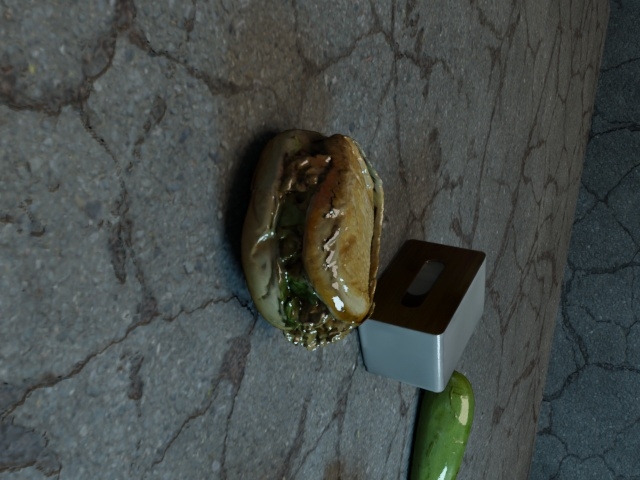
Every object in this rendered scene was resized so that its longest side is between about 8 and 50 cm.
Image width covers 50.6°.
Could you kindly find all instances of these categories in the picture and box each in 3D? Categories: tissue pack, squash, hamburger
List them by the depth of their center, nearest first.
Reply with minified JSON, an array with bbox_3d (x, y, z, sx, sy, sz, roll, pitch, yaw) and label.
[{"bbox_3d":[0.000,0.000,0.856,0.243,0.146,0.285,-35,122,-61],"label":"hamburger"},{"bbox_3d":[0.188,0.128,1.220,0.246,0.160,0.135,-49,140,-45],"label":"tissue pack"},{"bbox_3d":[0.265,0.471,1.513,0.118,0.119,0.370,9,93,-62],"label":"squash"}]
